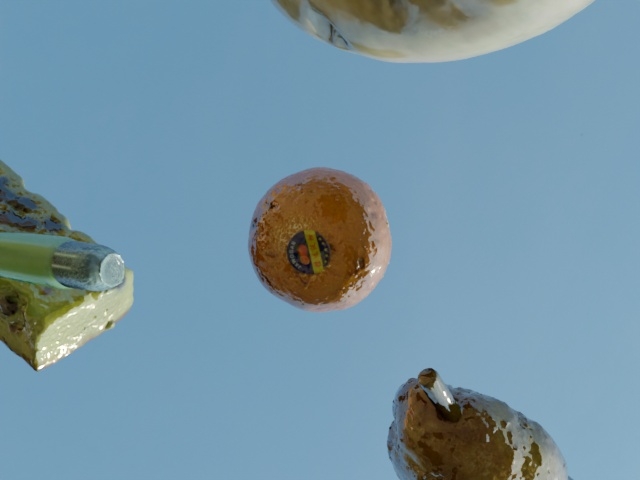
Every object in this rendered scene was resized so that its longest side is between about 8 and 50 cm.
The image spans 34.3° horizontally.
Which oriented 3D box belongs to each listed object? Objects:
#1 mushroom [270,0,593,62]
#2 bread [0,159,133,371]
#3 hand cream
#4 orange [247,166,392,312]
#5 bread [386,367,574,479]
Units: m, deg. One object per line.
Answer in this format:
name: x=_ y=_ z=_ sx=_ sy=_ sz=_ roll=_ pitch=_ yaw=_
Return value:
mushroom: x=0.046 y=-0.298 z=0.638 sx=0.353 sy=0.353 sz=0.325 roll=3 pitch=-105 yaw=14
bread: x=-0.353 y=-0.017 z=1.073 sx=0.361 sy=0.138 sz=0.077 roll=36 pitch=-53 yaw=22
hand cream: x=-0.258 y=0.016 z=0.903 sx=0.175 sy=0.095 sz=0.045 roll=5 pitch=-94 yaw=16
orange: x=0.000 y=-0.002 z=0.957 sx=0.136 sy=0.117 sz=0.135 roll=3 pitch=-72 yaw=9
bread: x=0.111 y=0.167 z=0.667 sx=0.124 sy=0.344 sz=0.084 roll=17 pitch=-113 yaw=34
